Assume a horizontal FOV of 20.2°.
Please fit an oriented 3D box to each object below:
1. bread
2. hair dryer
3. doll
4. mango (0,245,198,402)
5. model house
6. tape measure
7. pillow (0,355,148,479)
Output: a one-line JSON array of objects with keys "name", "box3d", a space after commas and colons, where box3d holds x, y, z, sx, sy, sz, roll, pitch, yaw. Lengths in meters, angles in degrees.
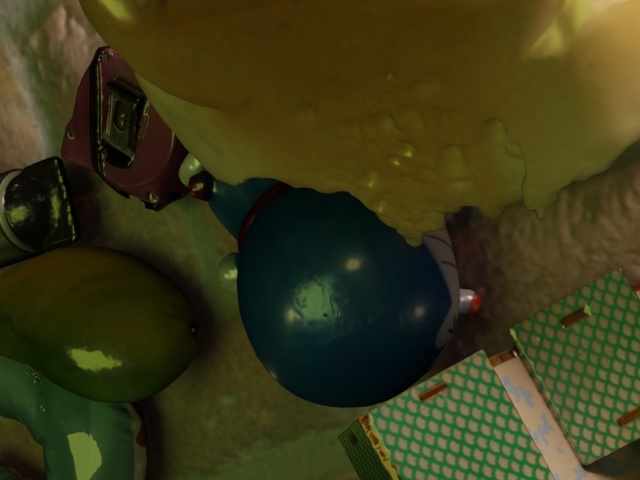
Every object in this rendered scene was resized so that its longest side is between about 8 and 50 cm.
[{"name": "bread", "box3d": [0.036, -0.172, 1.079, 0.424, 0.245, 0.329, -2, 79, 37]}, {"name": "hair dryer", "box3d": [-0.295, -0.097, 1.523, 0.195, 0.078, 0.248, -18, 83, 38]}, {"name": "doll", "box3d": [0.000, 0.000, 1.269, 0.257, 0.161, 0.215, 62, 144, 31]}, {"name": "mango", "box3d": [-0.184, 0.060, 1.432, 0.191, 0.085, 0.122, 24, 72, 25]}, {"name": "model house", "box3d": [0.122, 0.151, 1.153, 0.271, 0.206, 0.178, -31, 80, 38]}, {"name": "tape measure", "box3d": [-0.138, -0.089, 1.390, 0.118, 0.074, 0.125, 28, 118, 30]}, {"name": "pillow", "box3d": [-0.233, 0.186, 1.523, 0.214, 0.086, 0.233, 23, 112, 38]}]
